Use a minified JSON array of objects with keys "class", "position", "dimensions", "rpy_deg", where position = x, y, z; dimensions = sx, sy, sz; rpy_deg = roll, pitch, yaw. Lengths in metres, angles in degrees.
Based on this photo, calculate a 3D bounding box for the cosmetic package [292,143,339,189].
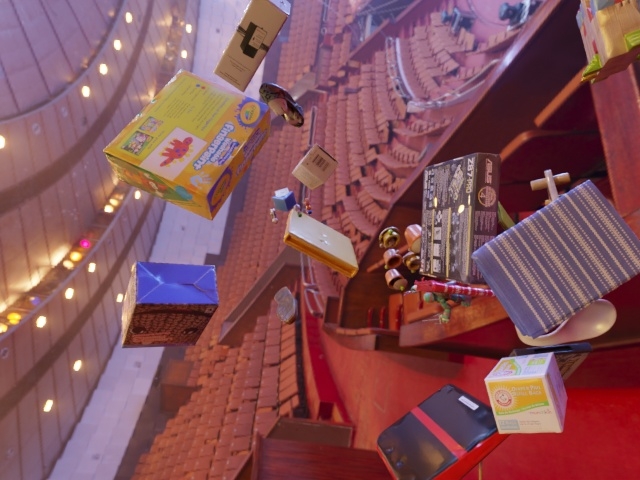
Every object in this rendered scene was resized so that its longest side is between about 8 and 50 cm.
[{"class":"cosmetic package","position":[-0.031,-0.360,2.015],"dimensions":[0.129,0.153,0.296],"rpy_deg":[-54,11,-7]}]

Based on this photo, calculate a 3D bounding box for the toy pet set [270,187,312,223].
[{"class":"toy pet set","position":[-0.086,-0.089,1.151],"dimensions":[0.065,0.122,0.114],"rpy_deg":[-112,6,-51]}]

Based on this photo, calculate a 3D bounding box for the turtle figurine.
[{"class":"turtle figurine","position":[0.420,0.203,1.428],"dimensions":[0.175,0.234,0.118],"rpy_deg":[61,140,31]}]

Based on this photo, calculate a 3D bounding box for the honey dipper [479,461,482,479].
[{"class":"honey dipper","position":[0.464,0.657,1.172],"dimensions":[0.030,0.030,0.161],"rpy_deg":[123,155,-76]}]

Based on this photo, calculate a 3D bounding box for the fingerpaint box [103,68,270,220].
[{"class":"fingerpaint box","position":[-0.434,-0.341,1.409],"dimensions":[0.163,0.370,0.445],"rpy_deg":[105,-171,-61]}]

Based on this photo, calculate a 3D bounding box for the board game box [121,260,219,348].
[{"class":"board game box","position":[-0.472,0.206,1.249],"dimensions":[0.291,0.231,0.141],"rpy_deg":[-53,43,42]}]

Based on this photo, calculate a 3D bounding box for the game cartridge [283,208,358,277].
[{"class":"game cartridge","position":[0.000,0.000,1.534],"dimensions":[0.053,0.285,0.324],"rpy_deg":[-59,10,15]}]

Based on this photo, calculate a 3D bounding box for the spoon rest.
[{"class":"spoon rest","position":[0.748,0.260,1.223],"dimensions":[0.137,0.276,0.084],"rpy_deg":[62,-162,-21]}]

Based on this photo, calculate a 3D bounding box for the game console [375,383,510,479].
[{"class":"game console","position":[0.341,0.582,1.192],"dimensions":[0.060,0.341,0.386],"rpy_deg":[58,172,1]}]

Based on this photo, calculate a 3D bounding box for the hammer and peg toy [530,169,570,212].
[{"class":"hammer and peg toy","position":[0.884,-0.051,1.488],"dimensions":[0.361,0.127,0.266],"rpy_deg":[49,-141,-42]}]

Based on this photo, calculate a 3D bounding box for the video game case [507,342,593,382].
[{"class":"video game case","position":[0.720,0.435,1.342],"dimensions":[0.275,0.247,0.035],"rpy_deg":[90,174,-45]}]

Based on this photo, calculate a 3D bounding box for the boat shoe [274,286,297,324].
[{"class":"boat shoe","position":[-0.087,0.192,1.157],"dimensions":[0.064,0.060,0.178],"rpy_deg":[-41,20,2]}]

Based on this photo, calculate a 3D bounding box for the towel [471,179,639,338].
[{"class":"towel","position":[0.561,0.046,0.954],"dimensions":[0.243,0.335,0.040],"rpy_deg":[58,-176,10]}]

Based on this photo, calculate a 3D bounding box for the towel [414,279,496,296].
[{"class":"towel","position":[0.411,0.136,1.103],"dimensions":[0.199,0.274,0.031],"rpy_deg":[95,180,-84]}]

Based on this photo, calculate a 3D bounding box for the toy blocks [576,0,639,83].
[{"class":"toy blocks","position":[0.911,-0.682,1.283],"dimensions":[0.381,0.190,0.261],"rpy_deg":[-16,-89,-62]}]

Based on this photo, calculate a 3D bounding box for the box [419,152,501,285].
[{"class":"box","position":[0.445,-0.066,1.336],"dimensions":[0.318,0.097,0.396],"rpy_deg":[-177,90,-77]}]

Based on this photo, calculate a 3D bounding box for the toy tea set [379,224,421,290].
[{"class":"toy tea set","position":[0.354,0.083,1.656],"dimensions":[0.124,0.199,0.336],"rpy_deg":[-112,8,-48]}]

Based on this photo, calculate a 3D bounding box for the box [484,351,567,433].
[{"class":"box","position":[0.423,0.305,0.823],"dimensions":[0.203,0.114,0.103],"rpy_deg":[4,-109,-57]}]

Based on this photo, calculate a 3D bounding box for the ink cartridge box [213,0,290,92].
[{"class":"ink cartridge box","position":[-0.163,-0.489,0.972],"dimensions":[0.208,0.086,0.153],"rpy_deg":[-48,27,29]}]

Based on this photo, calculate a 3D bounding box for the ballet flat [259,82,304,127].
[{"class":"ballet flat","position":[-0.098,-0.362,1.102],"dimensions":[0.188,0.070,0.070],"rpy_deg":[14,-95,-59]}]

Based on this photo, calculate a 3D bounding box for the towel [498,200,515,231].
[{"class":"towel","position":[0.648,-0.027,1.358],"dimensions":[0.021,0.237,0.102],"rpy_deg":[-26,37,33]}]
